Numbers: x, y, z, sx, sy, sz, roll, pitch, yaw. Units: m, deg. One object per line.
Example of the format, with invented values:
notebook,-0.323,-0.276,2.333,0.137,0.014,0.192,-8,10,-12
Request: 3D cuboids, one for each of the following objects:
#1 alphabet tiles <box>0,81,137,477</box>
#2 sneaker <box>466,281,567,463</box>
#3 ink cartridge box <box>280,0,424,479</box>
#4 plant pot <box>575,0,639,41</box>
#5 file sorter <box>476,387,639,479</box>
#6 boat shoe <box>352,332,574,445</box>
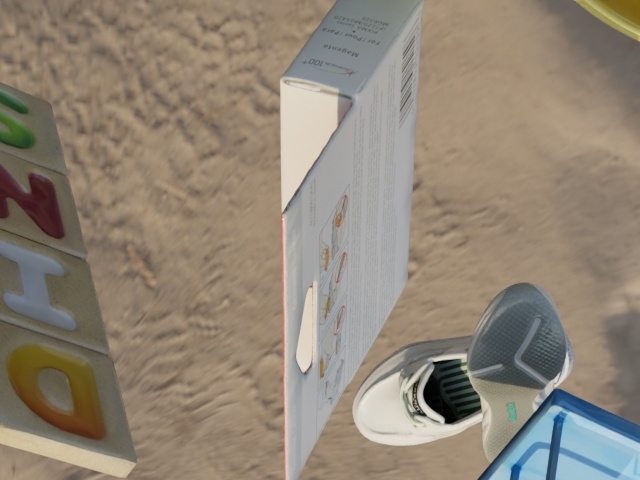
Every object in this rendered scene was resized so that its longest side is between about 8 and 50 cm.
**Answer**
alphabet tiles,-0.204,-0.034,0.575,0.285,0.342,0.011,23,118,-32
sneaker,0.108,0.066,0.917,0.054,0.152,0.061,-2,51,3
ink cartridge box,0.000,0.000,1.116,0.060,0.275,0.239,17,46,17
plant pot,0.277,-0.264,0.990,0.254,0.254,0.239,25,69,-6
file sorter,0.111,0.173,0.727,0.118,0.170,0.104,24,43,-8
boat shoe,0.098,0.118,1.339,0.076,0.226,0.083,-18,81,-50
